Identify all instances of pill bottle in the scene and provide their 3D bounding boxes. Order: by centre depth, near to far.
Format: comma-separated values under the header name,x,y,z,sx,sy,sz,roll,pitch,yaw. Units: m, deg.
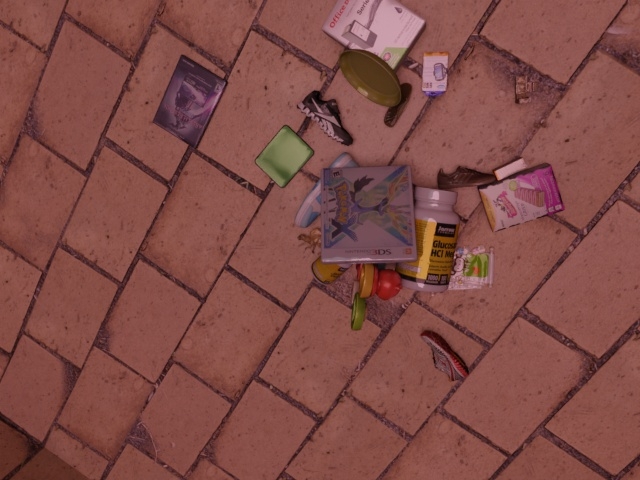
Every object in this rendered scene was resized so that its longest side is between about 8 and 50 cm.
name,x,y,z,sx,sy,sz,roll,pitch,yaw
pill bottle,0.362,-0.007,1.653,0.187,0.188,0.334,9,99,10
pill bottle,0.055,0.073,1.769,0.103,0.103,0.184,46,126,-1

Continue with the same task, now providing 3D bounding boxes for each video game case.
name,x,y,z,sx,sy,sz,roll,pitch,yaw
video game case,0.150,-0.086,1.584,0.299,0.036,0.329,-2,70,4
video game case,-0.482,-0.507,1.810,0.196,0.026,0.274,32,107,3

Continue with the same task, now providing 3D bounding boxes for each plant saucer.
name,x,y,z,sx,sy,sz,roll,pitch,yaw
plant saucer,0.165,-0.525,1.570,0.241,0.241,0.037,36,81,2

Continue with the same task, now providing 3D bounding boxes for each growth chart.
name,x,y,z,sx,sy,sz,roll,pitch,yaw
growth chart,0.499,0.105,1.746,0.237,0.021,0.172,-8,101,14

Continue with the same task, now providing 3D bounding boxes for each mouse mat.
name,x,y,z,sx,sy,sz,roll,pitch,yaw
mouse mat,-0.133,-0.304,1.792,0.152,0.007,0.190,44,107,-1

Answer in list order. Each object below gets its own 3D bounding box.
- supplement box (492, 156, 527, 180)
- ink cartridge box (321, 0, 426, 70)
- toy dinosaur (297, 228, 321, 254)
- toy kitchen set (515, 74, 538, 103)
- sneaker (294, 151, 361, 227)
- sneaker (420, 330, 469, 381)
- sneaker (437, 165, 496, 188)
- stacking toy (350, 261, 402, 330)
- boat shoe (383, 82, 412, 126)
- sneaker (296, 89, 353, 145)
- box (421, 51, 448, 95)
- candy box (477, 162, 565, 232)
name,x,y,z,sx,sy,sz,roll,pitch,yaw
supplement box,0.619,-0.236,1.614,0.098,0.062,0.036,-26,96,18
ink cartridge box,0.170,-0.681,1.576,0.272,0.115,0.198,35,108,2
toy dinosaur,0.000,0.000,1.813,0.183,0.053,0.093,-11,100,15
toy kitchen set,0.652,-0.474,1.541,0.068,0.075,0.083,-3,107,12
sneaker,0.063,-0.126,1.731,0.208,0.127,0.319,39,109,2
sneaker,0.441,0.428,1.803,0.092,0.088,0.225,-40,92,19
sneaker,0.482,-0.215,1.638,0.188,0.066,0.071,-5,99,22
stacking toy,0.189,0.156,1.698,0.130,0.309,0.280,8,119,-1
boat shoe,0.262,-0.453,1.654,0.056,0.048,0.153,26,101,16
sneaker,0.034,-0.425,1.688,0.234,0.078,0.106,41,111,2
box,0.374,-0.543,1.612,0.081,0.028,0.136,3,107,12
candy box,0.657,-0.140,1.624,0.233,0.071,0.159,-19,99,17
